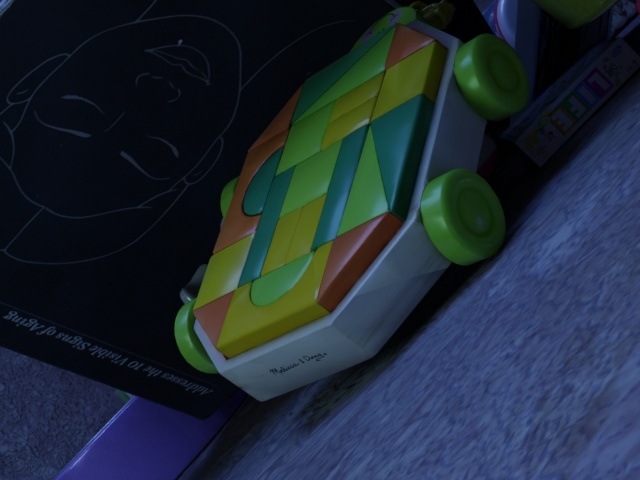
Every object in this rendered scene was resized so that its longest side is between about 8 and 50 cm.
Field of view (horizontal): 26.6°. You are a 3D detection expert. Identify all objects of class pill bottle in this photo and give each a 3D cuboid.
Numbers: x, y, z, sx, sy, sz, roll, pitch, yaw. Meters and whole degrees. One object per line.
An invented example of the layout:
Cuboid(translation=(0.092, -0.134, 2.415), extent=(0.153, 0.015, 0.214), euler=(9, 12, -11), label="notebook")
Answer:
Cuboid(translation=(0.240, -0.246, 1.671), extent=(0.108, 0.108, 0.180), euler=(-46, 1, -19), label="pill bottle")

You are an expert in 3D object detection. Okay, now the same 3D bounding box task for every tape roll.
Cuboid(translation=(-0.205, 0.234, 1.480), extent=(0.275, 0.090, 0.275), euler=(-46, 1, 1), label="tape roll")

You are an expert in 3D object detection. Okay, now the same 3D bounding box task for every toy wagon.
Cuboid(translation=(0.021, -0.053, 0.934), extent=(0.267, 0.068, 0.344), euler=(-26, 37, 42), label="toy wagon")

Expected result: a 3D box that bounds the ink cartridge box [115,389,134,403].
Cuboid(translation=(-0.176, 0.180, 1.695), extent=(0.209, 0.109, 0.062), euler=(-45, 1, 27), label="ink cartridge box")

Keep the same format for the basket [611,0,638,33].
Cuboid(translation=(0.249, -0.277, 1.318), extent=(0.103, 0.167, 0.113), euler=(-38, 6, 27), label="basket")

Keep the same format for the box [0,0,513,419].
Cuboid(translation=(-0.152, -0.137, 1.214), extent=(0.472, 0.480, 0.297), euler=(-43, 44, 21), label="box")

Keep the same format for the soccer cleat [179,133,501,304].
Cuboid(translation=(0.000, 0.000, 1.077), extent=(0.331, 0.143, 0.116), euler=(-44, 2, 39), label="soccer cleat")

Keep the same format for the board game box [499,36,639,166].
Cuboid(translation=(0.185, -0.104, 1.016), extent=(0.103, 0.026, 0.154), euler=(-45, 2, 7), label="board game box")

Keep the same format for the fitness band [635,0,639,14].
Cuboid(translation=(0.300, -0.232, 0.798), extent=(0.291, 0.054, 0.209), euler=(-46, 1, 36), label="fitness band")

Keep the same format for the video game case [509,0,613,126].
Cuboid(translation=(0.206, -0.200, 1.124), extent=(0.173, 0.022, 0.190), euler=(-47, -33, -39), label="video game case")

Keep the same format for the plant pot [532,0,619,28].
Cuboid(translation=(0.120, -0.339, 0.888), extent=(0.366, 0.353, 0.366), euler=(-50, 3, 3), label="plant pot")
